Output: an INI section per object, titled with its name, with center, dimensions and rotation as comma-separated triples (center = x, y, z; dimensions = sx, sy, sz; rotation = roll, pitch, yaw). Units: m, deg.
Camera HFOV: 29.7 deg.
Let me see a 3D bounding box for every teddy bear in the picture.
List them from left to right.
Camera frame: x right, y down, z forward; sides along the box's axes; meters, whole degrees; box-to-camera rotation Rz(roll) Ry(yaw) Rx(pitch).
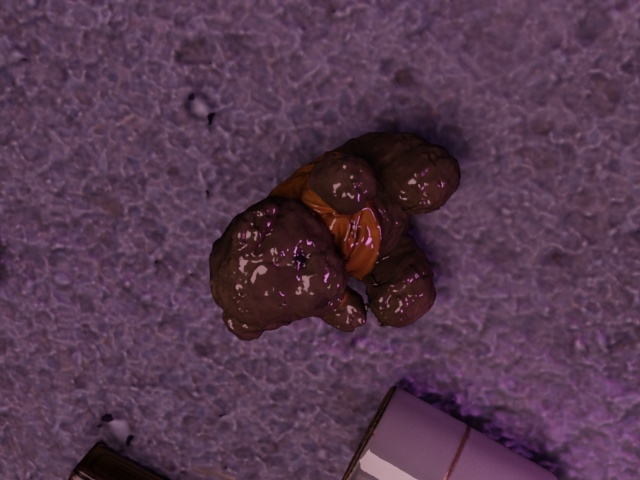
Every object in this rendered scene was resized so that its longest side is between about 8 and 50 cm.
[teddy bear]
center = 0.000, 0.000, 0.936
dimensions = 0.140, 0.190, 0.177
rotation = 39, 141, 33

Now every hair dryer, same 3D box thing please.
[hair dryer]
center = 0.066, 0.302, 1.091
dimensions = 0.173, 0.107, 0.357
rotation = 30, 125, 5

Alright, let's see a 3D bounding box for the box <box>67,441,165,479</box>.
[box]
center = -0.147, 0.318, 1.162
dimensions = 0.240, 0.071, 0.159
rotation = 26, 113, 6
